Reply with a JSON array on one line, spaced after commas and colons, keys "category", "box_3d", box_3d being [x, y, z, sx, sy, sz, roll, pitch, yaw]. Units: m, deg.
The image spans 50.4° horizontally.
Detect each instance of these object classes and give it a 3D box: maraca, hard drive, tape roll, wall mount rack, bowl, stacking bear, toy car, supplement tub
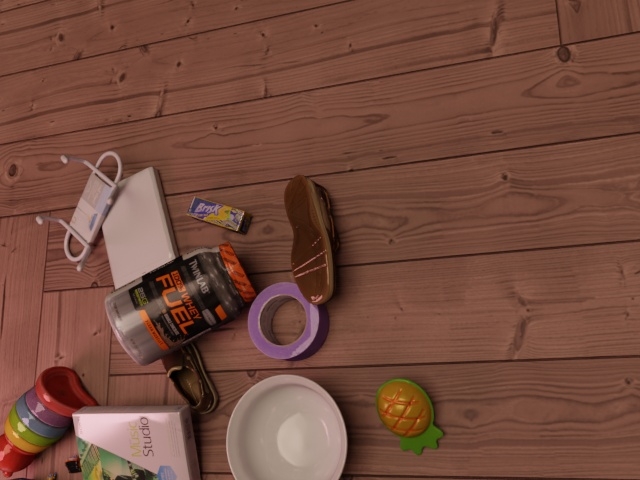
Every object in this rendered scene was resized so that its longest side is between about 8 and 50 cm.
[{"category": "maraca", "box_3d": [0.198, 0.395, 1.530, 0.127, 0.099, 0.186, -27, 94, 23]}, {"category": "hard drive", "box_3d": [-0.520, -0.032, 1.929, 0.203, 0.040, 0.307, -23, 71, 13]}, {"category": "tape roll", "box_3d": [-0.079, 0.202, 1.686, 0.189, 0.080, 0.189, -5, 74, 20]}, {"category": "wall mount rack", "box_3d": [-0.653, -0.077, 1.894, 0.304, 0.130, 0.350, 35, 105, 33]}, {"category": "bowl", "box_3d": [-0.060, 0.465, 1.583, 0.298, 0.134, 0.298, -5, 75, 18]}, {"category": "stacking bear", "box_3d": [-0.770, 0.502, 1.829, 0.175, 0.164, 0.289, 45, 99, 24]}, {"category": "toy car", "box_3d": [-0.694, 0.607, 1.825, 0.122, 0.060, 0.040, -21, 38, 7]}, {"category": "supplement tub", "box_3d": [-0.342, 0.150, 1.703, 0.338, 0.207, 0.207, -28, 68, -6]}]

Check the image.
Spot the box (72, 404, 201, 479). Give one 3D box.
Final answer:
[{"category": "box", "box_3d": [-0.463, 0.534, 1.716, 0.322, 0.058, 0.232, -6, 95, 20]}]

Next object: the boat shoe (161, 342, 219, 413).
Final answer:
[{"category": "boat shoe", "box_3d": [-0.353, 0.326, 1.746, 0.095, 0.095, 0.257, -44, 66, 5]}]

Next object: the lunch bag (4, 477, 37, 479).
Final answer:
[{"category": "lunch bag", "box_3d": [-0.778, 0.677, 1.746, 0.176, 0.219, 0.090, 15, 81, 23]}]

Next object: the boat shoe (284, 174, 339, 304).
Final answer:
[{"category": "boat shoe", "box_3d": [0.000, 0.000, 1.683, 0.123, 0.123, 0.342, -35, 56, 35]}]

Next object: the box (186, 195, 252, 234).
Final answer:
[{"category": "box", "box_3d": [-0.273, -0.068, 1.839, 0.169, 0.054, 0.059, 17, 83, 24]}]
